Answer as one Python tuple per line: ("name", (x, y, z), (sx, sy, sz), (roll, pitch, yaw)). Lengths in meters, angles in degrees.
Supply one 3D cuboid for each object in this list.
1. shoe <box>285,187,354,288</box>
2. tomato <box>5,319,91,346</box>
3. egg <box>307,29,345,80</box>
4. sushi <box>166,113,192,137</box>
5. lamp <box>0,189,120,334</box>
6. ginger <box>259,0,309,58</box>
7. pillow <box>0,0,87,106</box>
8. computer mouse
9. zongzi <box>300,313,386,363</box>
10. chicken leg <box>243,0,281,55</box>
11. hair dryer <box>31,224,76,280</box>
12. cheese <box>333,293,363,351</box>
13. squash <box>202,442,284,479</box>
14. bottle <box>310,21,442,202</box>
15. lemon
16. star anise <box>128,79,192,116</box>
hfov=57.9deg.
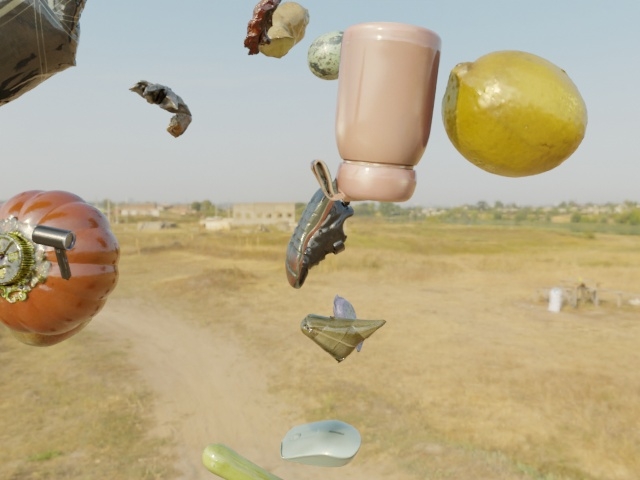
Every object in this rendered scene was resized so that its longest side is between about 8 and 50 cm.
("shoe", (0.000, 0.000, 1.567), (0.137, 0.290, 0.114), (24, 4, -20))
("tomato", (-0.730, 0.121, 1.509), (0.239, 0.303, 0.303), (-24, -8, 26))
("egg", (0.043, -0.541, 1.682), (0.172, 0.132, 0.132), (-29, 2, 3))
("sushi", (-0.418, -0.348, 1.714), (0.052, 0.120, 0.055), (2, -41, 30))
("lamp", (-0.413, 0.032, 0.874), (0.223, 0.223, 0.196), (1, -4, 11))
("ginger", (-0.126, -0.652, 1.805), (0.152, 0.267, 0.138), (21, -37, 9))
("pillow", (-0.453, -0.251, 0.751), (0.335, 0.161, 0.092), (-27, 37, 4))
("computer mouse", (-0.002, 0.544, 1.572), (0.231, 0.079, 0.128), (-3, 26, 17))
("zongzi", (0.053, 0.218, 1.494), (0.160, 0.176, 0.078), (38, 26, -20))
("chicken leg", (-0.150, -0.607, 1.581), (0.090, 0.219, 0.048), (3, 30, -50))
("hair dryer", (-0.333, 0.018, 0.739), (0.047, 0.083, 0.026), (12, 43, 7))
("cheese", (0.090, 0.253, 1.825), (0.042, 0.190, 0.105), (-18, 25, 29))
("squash", (-0.213, 0.636, 1.593), (0.250, 0.083, 0.083), (32, -3, -10))
("bottle", (0.092, -0.213, 1.007), (0.207, 0.296, 0.173), (4, 10, -7))
("lemon", (0.364, -0.236, 1.098), (0.263, 0.235, 0.236), (33, 13, 16))
("star anise", (-0.438, -0.399, 1.610), (0.181, 0.061, 0.204), (30, 9, 15))
